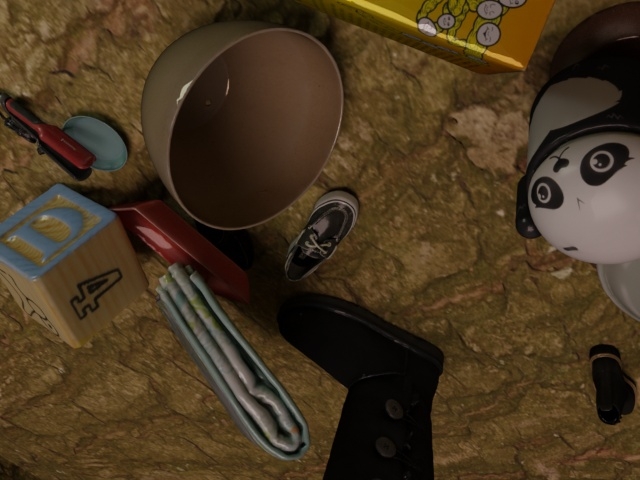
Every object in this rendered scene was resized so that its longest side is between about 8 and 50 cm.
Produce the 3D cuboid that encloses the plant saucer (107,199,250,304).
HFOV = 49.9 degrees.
[{"bbox_3d":[-0.252,0.010,1.247,0.258,0.047,0.259,43,162,-22],"label":"plant saucer"}]

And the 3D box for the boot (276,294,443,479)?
[{"bbox_3d":[0.045,0.341,1.274,0.367,0.445,0.146,20,137,-3],"label":"boot"}]

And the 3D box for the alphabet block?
[{"bbox_3d":[-0.473,0.046,1.287,0.193,0.193,0.197,26,145,31],"label":"alphabet block"}]

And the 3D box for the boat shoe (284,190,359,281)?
[{"bbox_3d":[0.000,0.000,1.212,0.078,0.070,0.219,26,137,-9],"label":"boat shoe"}]

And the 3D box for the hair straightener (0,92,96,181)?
[{"bbox_3d":[-0.496,-0.176,1.189,0.231,0.047,0.089,34,141,-4],"label":"hair straightener"}]

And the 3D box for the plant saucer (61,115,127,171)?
[{"bbox_3d":[-0.389,-0.173,1.196,0.120,0.021,0.119,9,137,9],"label":"plant saucer"}]

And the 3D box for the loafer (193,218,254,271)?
[{"bbox_3d":[-0.191,-0.010,1.258,0.080,0.078,0.220,-5,133,23],"label":"loafer"}]

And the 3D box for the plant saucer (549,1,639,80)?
[{"bbox_3d":[0.400,-0.209,0.891,0.199,0.036,0.198,10,137,9],"label":"plant saucer"}]

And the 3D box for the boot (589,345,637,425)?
[{"bbox_3d":[0.554,0.312,1.306,0.077,0.137,0.198,-17,128,32],"label":"boot"}]

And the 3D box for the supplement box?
[{"bbox_3d":[0.058,-0.318,0.679,0.357,0.195,0.194,21,103,-2],"label":"supplement box"}]

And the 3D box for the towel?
[{"bbox_3d":[-0.169,0.216,1.237,0.374,0.090,0.320,57,164,0],"label":"towel"}]

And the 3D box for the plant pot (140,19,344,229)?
[{"bbox_3d":[-0.134,-0.183,0.957,0.191,0.284,0.284,38,151,37],"label":"plant pot"}]

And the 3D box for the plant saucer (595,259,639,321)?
[{"bbox_3d":[0.633,0.053,1.040,0.401,0.100,0.400,9,137,9],"label":"plant saucer"}]

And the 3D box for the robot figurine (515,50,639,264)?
[{"bbox_3d":[0.325,-0.102,0.793,0.174,0.278,0.209,6,137,13],"label":"robot figurine"}]
